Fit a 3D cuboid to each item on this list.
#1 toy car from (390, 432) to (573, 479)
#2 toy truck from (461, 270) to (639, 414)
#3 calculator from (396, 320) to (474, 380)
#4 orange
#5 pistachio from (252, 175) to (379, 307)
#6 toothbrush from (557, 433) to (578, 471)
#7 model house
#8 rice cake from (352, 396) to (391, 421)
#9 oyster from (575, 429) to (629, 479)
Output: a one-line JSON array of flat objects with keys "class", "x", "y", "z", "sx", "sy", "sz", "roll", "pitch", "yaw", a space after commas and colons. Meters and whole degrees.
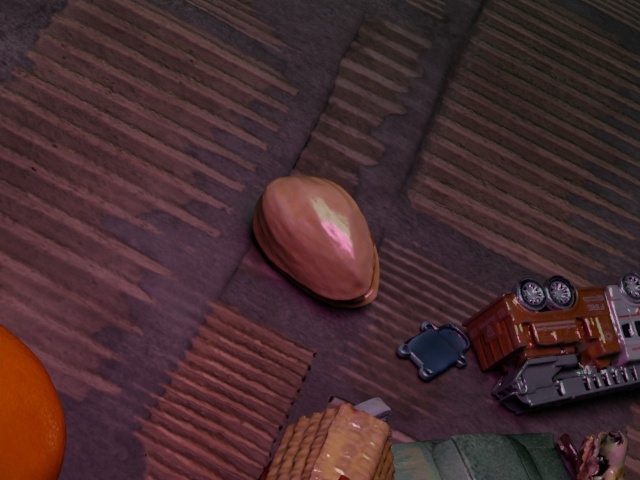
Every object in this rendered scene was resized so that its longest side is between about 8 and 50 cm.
[{"class": "toy car", "x": 0.209, "y": 0.323, "z": 1.958, "sx": 0.320, "sy": 0.097, "sz": 0.141, "roll": 1, "pitch": 47, "yaw": -29}, {"class": "toy truck", "x": 0.402, "y": 0.159, "z": 2.215, "sx": 0.338, "sy": 0.133, "sz": 0.185, "roll": -3, "pitch": 67, "yaw": -29}, {"class": "calculator", "x": 0.176, "y": 0.162, "z": 2.168, "sx": 0.094, "sy": 0.019, "sz": 0.141, "roll": 45, "pitch": 42, "yaw": 18}, {"class": "orange", "x": -0.433, "y": 0.211, "z": 1.568, "sx": 0.312, "sy": 0.312, "sz": 0.312, "roll": 16, "pitch": 42, "yaw": -15}, {"class": "pistachio", "x": 0.000, "y": 0.000, "z": 2.146, "sx": 0.157, "sy": 0.157, "sz": 0.229, "roll": -27, "pitch": 70, "yaw": -44}, {"class": "toothbrush", "x": 0.414, "y": 0.419, "z": 2.019, "sx": 0.040, "sy": 0.041, "sz": 0.364, "roll": 1, "pitch": 47, "yaw": -28}, {"class": "model house", "x": -0.003, "y": 0.323, "z": 1.724, "sx": 0.160, "sy": 0.254, "sz": 0.196, "roll": 30, "pitch": 41, "yaw": -3}, {"class": "rice cake", "x": 0.026, "y": 0.258, "z": 1.974, "sx": 0.180, "sy": 0.030, "sz": 0.042, "roll": -17, "pitch": 44, "yaw": -39}, {"class": "oyster", "x": 0.381, "y": 0.321, "z": 1.989, "sx": 0.072, "sy": 0.133, "sz": 0.209, "roll": -9, "pitch": 24, "yaw": 24}]
